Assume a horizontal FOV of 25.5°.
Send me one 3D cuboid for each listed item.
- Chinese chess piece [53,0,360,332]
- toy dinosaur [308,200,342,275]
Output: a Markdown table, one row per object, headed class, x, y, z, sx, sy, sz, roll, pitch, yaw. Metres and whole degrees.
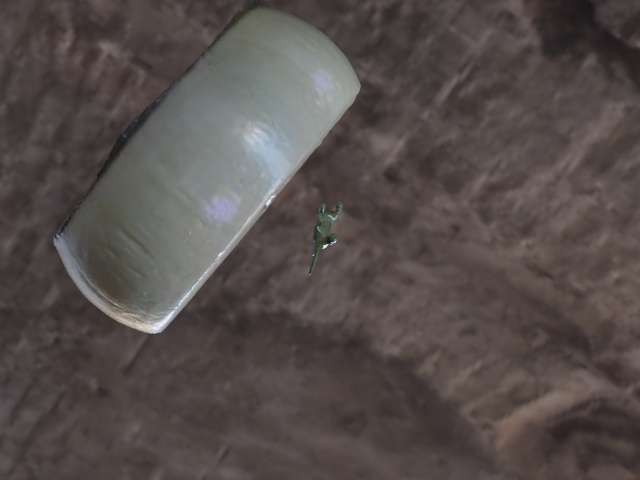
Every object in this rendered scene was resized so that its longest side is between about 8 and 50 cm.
| class | x | y | z | sx | sy | sz | roll | pitch | yaw |
| --- | --- | --- | --- | --- | --- | --- | --- | --- | --- |
| Chinese chess piece | -0.108 | -0.069 | 1.357 | 0.338 | 0.140 | 0.338 | -52 | -178 | 3 |
| toy dinosaur | 0.000 | 0.000 | 1.638 | 0.060 | 0.029 | 0.120 | 118 | -16 | -51 |
